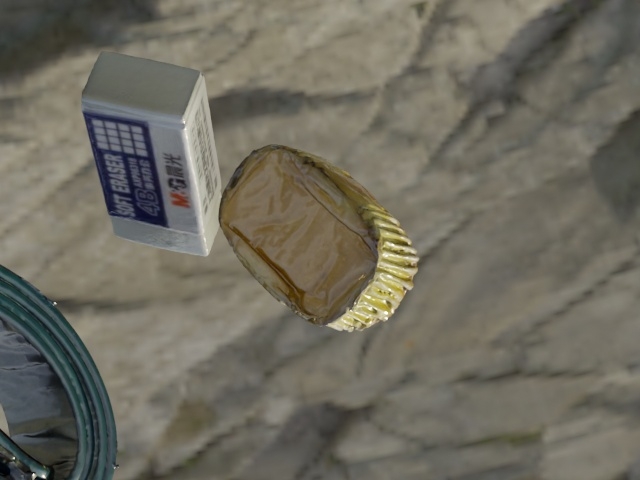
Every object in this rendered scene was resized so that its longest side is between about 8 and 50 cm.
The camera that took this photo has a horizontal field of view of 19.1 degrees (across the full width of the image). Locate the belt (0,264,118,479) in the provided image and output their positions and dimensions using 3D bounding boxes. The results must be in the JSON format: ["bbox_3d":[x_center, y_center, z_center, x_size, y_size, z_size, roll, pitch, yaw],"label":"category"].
[{"bbox_3d":[-0.439,0.186,2.280,0.173,0.300,0.436,-10,136,37],"label":"belt"}]

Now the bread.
[{"bbox_3d":[0.000,0.000,1.824,0.132,0.190,0.114,-49,151,12],"label":"bread"}]

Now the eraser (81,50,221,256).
[{"bbox_3d":[-0.187,-0.094,2.160,0.124,0.081,0.279,11,149,10],"label":"eraser"}]
